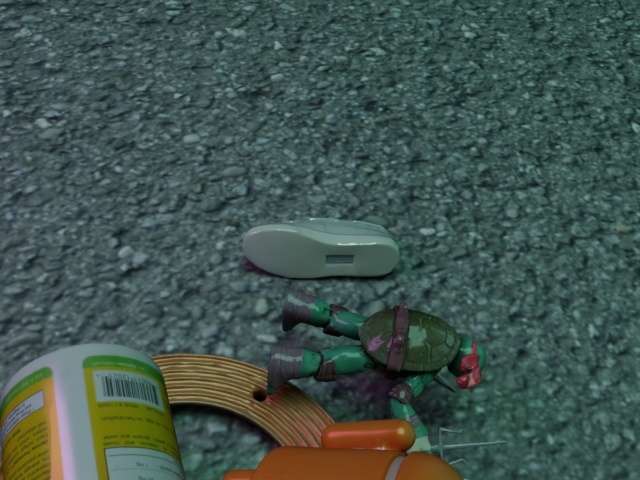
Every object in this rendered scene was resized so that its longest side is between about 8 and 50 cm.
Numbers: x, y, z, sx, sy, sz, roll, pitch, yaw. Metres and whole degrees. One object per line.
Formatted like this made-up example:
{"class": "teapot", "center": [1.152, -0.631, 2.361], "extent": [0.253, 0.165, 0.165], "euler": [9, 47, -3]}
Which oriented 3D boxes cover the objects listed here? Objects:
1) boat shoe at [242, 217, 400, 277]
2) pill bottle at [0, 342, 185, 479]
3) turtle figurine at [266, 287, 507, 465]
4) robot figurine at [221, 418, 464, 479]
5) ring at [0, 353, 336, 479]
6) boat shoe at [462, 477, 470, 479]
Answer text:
{"class": "boat shoe", "center": [0.000, 0.000, 0.952], "extent": [0.184, 0.066, 0.063], "euler": [-1, 32, -8]}
{"class": "pill bottle", "center": [-0.167, 0.213, 0.619], "extent": [0.136, 0.136, 0.246], "euler": [-8, 48, -17]}
{"class": "turtle figurine", "center": [0.072, 0.115, 0.798], "extent": [0.234, 0.118, 0.175], "euler": [11, 29, 4]}
{"class": "robot figurine", "center": [0.026, 0.225, 0.624], "extent": [0.219, 0.128, 0.158], "euler": [-4, 13, 22]}
{"class": "ring", "center": [-0.122, 0.243, 0.716], "extent": [0.336, 0.032, 0.337], "euler": [5, 47, -5]}
{"class": "boat shoe", "center": [0.167, 0.291, 0.652], "extent": [0.301, 0.102, 0.108], "euler": [14, 47, 47]}
